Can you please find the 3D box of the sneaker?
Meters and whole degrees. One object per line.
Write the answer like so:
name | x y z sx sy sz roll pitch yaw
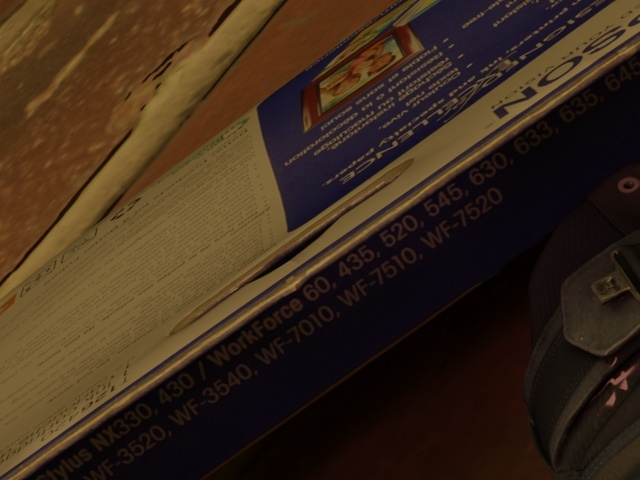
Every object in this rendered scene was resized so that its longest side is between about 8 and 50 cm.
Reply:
sneaker | 0.154 0.012 0.520 0.226 0.086 0.163 -34 32 12

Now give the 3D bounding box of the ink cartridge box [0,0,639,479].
ink cartridge box | 0.000 0.000 0.664 0.303 0.072 0.307 -35 15 5
